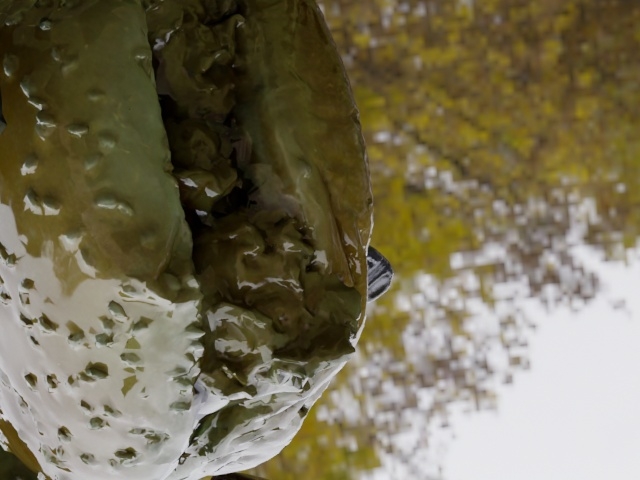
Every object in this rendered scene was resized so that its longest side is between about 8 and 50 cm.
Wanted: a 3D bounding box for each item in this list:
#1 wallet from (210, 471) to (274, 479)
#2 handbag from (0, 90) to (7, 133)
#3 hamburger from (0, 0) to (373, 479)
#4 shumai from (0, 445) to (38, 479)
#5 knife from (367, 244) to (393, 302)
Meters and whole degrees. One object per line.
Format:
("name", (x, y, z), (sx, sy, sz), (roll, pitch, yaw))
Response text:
("wallet", (0.026, 0.157, 1.060), (0.095, 0.176, 0.026), (13, -99, 40))
("handbag", (-0.291, -0.105, 0.523), (0.325, 0.327, 0.162), (29, -95, 49))
("hamburger", (-0.073, -0.008, 0.646), (0.122, 0.189, 0.215), (-8, 168, -26))
("shumai", (-0.207, 0.286, 1.051), (0.292, 0.330, 0.288), (-38, -94, -27))
("knife", (0.000, 0.000, 0.946), (0.031, 0.121, 0.018), (-51, -128, -2))
